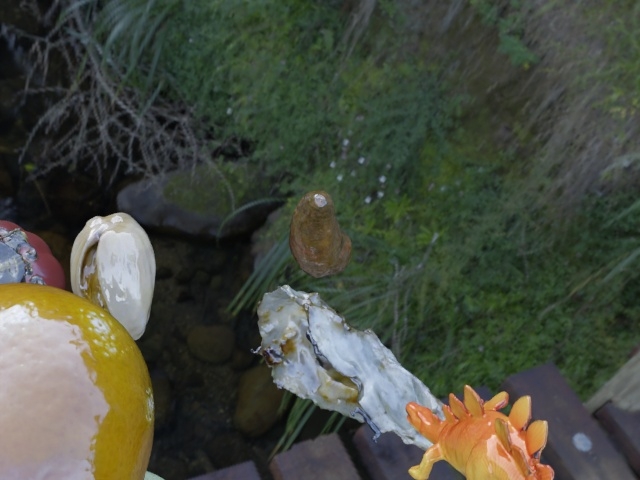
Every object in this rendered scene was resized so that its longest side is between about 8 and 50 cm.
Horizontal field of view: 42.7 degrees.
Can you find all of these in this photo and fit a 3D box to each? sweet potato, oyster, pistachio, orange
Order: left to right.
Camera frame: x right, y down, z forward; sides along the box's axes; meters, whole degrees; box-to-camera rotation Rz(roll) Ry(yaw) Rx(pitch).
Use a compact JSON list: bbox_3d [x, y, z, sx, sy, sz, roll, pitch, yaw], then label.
[{"bbox_3d":[-0.159,0.099,0.420,0.156,0.124,0.156,-13,51,17],"label":"orange"},{"bbox_3d":[-0.369,0.066,1.479,0.157,0.230,0.157,-3,11,1],"label":"pistachio"},{"bbox_3d":[0.000,0.001,1.229,0.097,0.292,0.097,-1,77,3],"label":"sweet potato"},{"bbox_3d":[0.044,0.188,1.169,0.337,0.198,0.133,36,64,26],"label":"oyster"}]

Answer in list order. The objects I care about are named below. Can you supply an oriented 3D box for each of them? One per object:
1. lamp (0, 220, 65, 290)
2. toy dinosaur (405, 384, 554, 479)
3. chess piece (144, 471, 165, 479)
[{"bbox_3d":[-0.487,0.081,1.193,0.226,0.227,0.227,16,44,-16],"label":"lamp"},{"bbox_3d":[0.152,0.184,0.696,0.070,0.117,0.288,0,12,-25],"label":"toy dinosaur"},{"bbox_3d":[-0.314,0.366,1.181,0.442,0.234,0.234,54,43,-5],"label":"chess piece"}]
